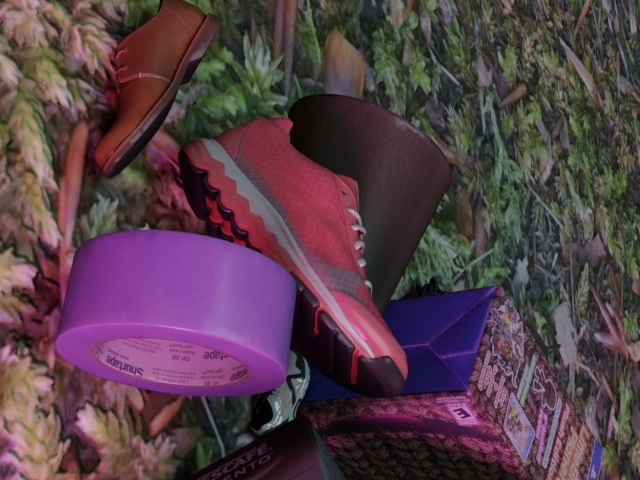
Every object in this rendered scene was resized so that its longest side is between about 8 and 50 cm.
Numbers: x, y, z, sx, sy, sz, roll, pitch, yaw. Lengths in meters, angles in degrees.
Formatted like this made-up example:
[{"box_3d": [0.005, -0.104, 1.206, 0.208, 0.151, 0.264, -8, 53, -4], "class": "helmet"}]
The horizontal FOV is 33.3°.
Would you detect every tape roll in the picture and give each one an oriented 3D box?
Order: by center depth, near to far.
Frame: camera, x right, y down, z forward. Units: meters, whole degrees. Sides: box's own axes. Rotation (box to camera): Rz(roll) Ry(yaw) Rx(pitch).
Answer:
[{"box_3d": [-0.117, 0.065, 0.882, 0.189, 0.189, 0.080, 34, 55, -46], "class": "tape roll"}]

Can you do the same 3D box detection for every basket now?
[{"box_3d": [0.024, -0.010, 1.142, 0.204, 0.154, 0.227, 30, 59, -19], "class": "basket"}]

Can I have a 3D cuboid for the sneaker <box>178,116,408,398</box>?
[{"box_3d": [0.000, -0.001, 0.992, 0.136, 0.116, 0.314, -32, 71, -19], "class": "sneaker"}]

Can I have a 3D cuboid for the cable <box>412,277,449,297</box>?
[{"box_3d": [0.137, 0.139, 1.361, 0.150, 0.047, 0.184, 8, 77, -49], "class": "cable"}]

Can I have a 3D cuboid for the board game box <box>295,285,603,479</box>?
[{"box_3d": [0.140, 0.207, 1.173, 0.291, 0.232, 0.141, 54, 43, -31], "class": "board game box"}]

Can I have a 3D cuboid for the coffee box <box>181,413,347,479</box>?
[{"box_3d": [-0.039, 0.271, 0.823, 0.119, 0.168, 0.297, 61, -1, -15], "class": "coffee box"}]

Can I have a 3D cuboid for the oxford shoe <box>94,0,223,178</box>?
[{"box_3d": [-0.167, -0.146, 0.995, 0.076, 0.076, 0.212, 30, 54, -11], "class": "oxford shoe"}]

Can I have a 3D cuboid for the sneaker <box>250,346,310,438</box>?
[{"box_3d": [-0.042, 0.157, 1.096, 0.044, 0.040, 0.109, 40, 50, -40], "class": "sneaker"}]

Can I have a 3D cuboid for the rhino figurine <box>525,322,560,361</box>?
[{"box_3d": [0.287, 0.167, 1.536, 0.243, 0.073, 0.106, 25, 64, -51], "class": "rhino figurine"}]
